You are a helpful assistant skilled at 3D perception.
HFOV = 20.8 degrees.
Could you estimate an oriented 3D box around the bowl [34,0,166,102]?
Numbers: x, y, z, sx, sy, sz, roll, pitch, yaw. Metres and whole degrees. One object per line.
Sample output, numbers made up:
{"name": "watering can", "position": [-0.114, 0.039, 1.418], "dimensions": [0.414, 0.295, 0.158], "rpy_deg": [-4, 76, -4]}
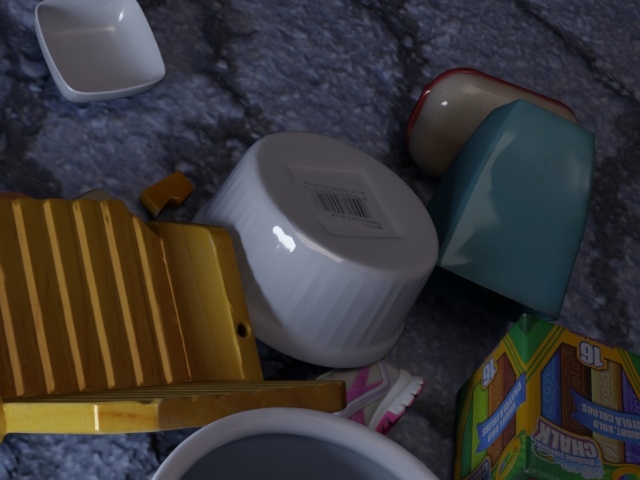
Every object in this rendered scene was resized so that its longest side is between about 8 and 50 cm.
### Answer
{"name": "bowl", "position": [-0.271, -0.227, 2.103], "dimensions": [0.142, 0.053, 0.142], "rpy_deg": [-12, 67, -32]}

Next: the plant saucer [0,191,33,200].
{"name": "plant saucer", "position": [-0.350, -0.027, 1.952], "dimensions": [0.083, 0.013, 0.083], "rpy_deg": [4, 41, -4]}

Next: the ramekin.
{"name": "ramekin", "position": [0.000, 0.000, 1.985], "dimensions": [0.277, 0.135, 0.277], "rpy_deg": [23, 33, -16]}

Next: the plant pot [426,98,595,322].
{"name": "plant pot", "position": [0.227, -0.041, 2.107], "dimensions": [0.166, 0.165, 0.234], "rpy_deg": [23, 81, -11]}

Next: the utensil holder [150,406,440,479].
{"name": "utensil holder", "position": [-0.066, 0.393, 1.602], "dimensions": [0.328, 0.385, 0.327], "rpy_deg": [14, 47, -16]}

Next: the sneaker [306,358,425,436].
{"name": "sneaker", "position": [0.011, 0.213, 1.958], "dimensions": [0.111, 0.103, 0.252], "rpy_deg": [38, 46, 3]}

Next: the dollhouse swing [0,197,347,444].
{"name": "dollhouse swing", "position": [-0.184, 0.063, 1.719], "dimensions": [0.347, 0.305, 0.315], "rpy_deg": [-1, 71, -40]}

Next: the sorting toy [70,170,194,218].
{"name": "sorting toy", "position": [-0.229, 0.048, 1.974], "dimensions": [0.307, 0.041, 0.229], "rpy_deg": [-32, 75, -36]}

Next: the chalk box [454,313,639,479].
{"name": "chalk box", "position": [0.263, 0.265, 1.966], "dimensions": [0.179, 0.180, 0.289], "rpy_deg": [21, 45, -14]}

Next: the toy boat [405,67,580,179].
{"name": "toy boat", "position": [0.222, -0.148, 2.260], "dimensions": [0.231, 0.151, 0.151], "rpy_deg": [19, 26, -15]}
